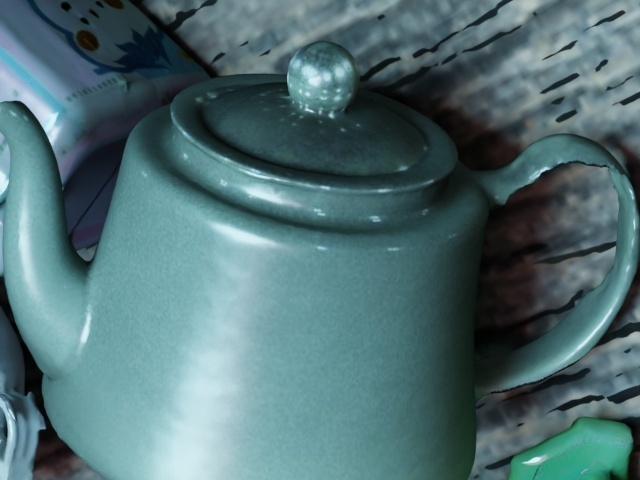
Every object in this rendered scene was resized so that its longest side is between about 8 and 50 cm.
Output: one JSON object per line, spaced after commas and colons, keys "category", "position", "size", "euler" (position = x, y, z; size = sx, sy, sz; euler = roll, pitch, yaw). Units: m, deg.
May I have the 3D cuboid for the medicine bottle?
{"category": "medicine bottle", "position": [-0.149, -0.083, 0.719], "size": [0.188, 0.119, 0.094], "euler": [43, 116, 11]}

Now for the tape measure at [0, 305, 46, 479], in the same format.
{"category": "tape measure", "position": [-0.235, 0.047, 0.798], "size": [0.197, 0.120, 0.236], "euler": [-34, 82, 24]}

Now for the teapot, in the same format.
{"category": "teapot", "position": [0.000, 0.000, 0.642], "size": [0.239, 0.162, 0.149], "euler": [5, 114, -12]}

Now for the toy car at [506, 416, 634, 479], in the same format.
{"category": "toy car", "position": [0.009, 0.245, 0.687], "size": [0.176, 0.213, 0.359], "euler": [7, 114, -11]}
